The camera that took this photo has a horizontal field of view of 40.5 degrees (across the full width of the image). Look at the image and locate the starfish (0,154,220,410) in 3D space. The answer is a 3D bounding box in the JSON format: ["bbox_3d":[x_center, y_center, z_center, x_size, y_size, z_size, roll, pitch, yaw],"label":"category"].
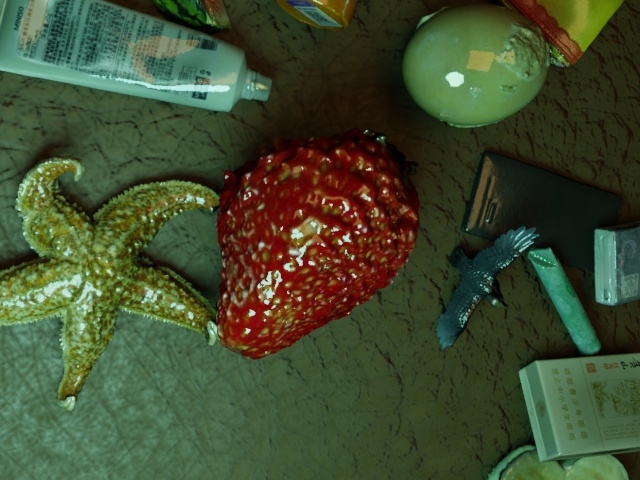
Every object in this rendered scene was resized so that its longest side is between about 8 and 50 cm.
[{"bbox_3d":[-0.253,0.051,1.020,0.303,0.113,0.312,23,83,-18],"label":"starfish"}]

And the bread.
[{"bbox_3d":[0.340,0.380,1.260,0.232,0.064,0.172,2,90,-18],"label":"bread"}]

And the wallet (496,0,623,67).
[{"bbox_3d":[0.303,-0.365,1.199,0.241,0.067,0.141,38,83,-17],"label":"wallet"}]

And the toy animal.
[{"bbox_3d":[0.218,0.054,1.180,0.062,0.108,0.220,21,121,-22],"label":"toy animal"}]

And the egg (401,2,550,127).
[{"bbox_3d":[0.202,-0.230,1.126,0.202,0.164,0.164,-7,96,-18],"label":"egg"}]

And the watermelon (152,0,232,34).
[{"bbox_3d":[-0.166,-0.323,1.042,0.087,0.069,0.163,-25,103,-15],"label":"watermelon"}]

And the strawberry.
[{"bbox_3d":[-0.003,0.001,1.016,0.261,0.261,0.257,-2,74,-18],"label":"strawberry"}]

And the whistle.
[{"bbox_3d":[0.353,0.087,1.248,0.039,0.039,0.186,-38,112,-13],"label":"whistle"}]

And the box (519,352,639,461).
[{"bbox_3d":[0.398,0.237,1.246,0.201,0.058,0.141,-3,67,-18],"label":"box"}]

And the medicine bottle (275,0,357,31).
[{"bbox_3d":[0.040,-0.408,1.059,0.157,0.157,0.288,22,86,-19],"label":"medicine bottle"}]

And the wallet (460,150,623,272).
[{"bbox_3d":[0.325,-0.039,1.248,0.244,0.025,0.124,16,88,-18],"label":"wallet"}]

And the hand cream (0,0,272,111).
[{"bbox_3d":[-0.224,-0.224,1.041,0.341,0.078,0.124,13,90,-11],"label":"hand cream"}]

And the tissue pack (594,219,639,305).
[{"bbox_3d":[0.471,0.028,1.276,0.156,0.051,0.112,-9,99,-30],"label":"tissue pack"}]
